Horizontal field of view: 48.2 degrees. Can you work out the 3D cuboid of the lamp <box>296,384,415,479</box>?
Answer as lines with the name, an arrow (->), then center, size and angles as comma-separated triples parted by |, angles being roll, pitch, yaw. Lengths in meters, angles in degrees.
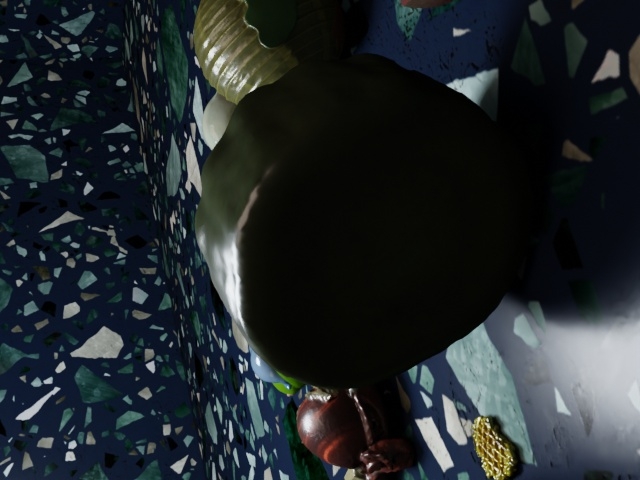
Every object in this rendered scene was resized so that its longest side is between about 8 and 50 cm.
lamp -> 0.041, 0.320, 1.184 | 0.215, 0.151, 0.223 | 105, 148, -52

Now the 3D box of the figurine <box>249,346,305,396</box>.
figurine -> -0.069, 0.236, 1.473 | 0.263, 0.143, 0.162 | 87, 174, -63

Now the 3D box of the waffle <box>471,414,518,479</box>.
waffle -> 0.216, 0.260, 0.899 | 0.078, 0.016, 0.085 | 107, 149, -45

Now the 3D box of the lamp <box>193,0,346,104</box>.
lamp -> -0.099, -0.347, 1.155 | 0.284, 0.250, 0.250 | 50, 153, 4

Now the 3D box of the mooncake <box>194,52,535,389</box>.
mooncake -> 0.043, -0.019, 0.794 | 0.194, 0.356, 0.356 | -126, 35, -55

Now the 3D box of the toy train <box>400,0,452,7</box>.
toy train -> 0.150, -0.387, 0.708 | 0.304, 0.150, 0.221 | -15, 93, 67

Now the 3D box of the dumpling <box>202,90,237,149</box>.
dumpling -> -0.176, -0.229, 1.477 | 0.151, 0.124, 0.229 | 61, -153, -80
